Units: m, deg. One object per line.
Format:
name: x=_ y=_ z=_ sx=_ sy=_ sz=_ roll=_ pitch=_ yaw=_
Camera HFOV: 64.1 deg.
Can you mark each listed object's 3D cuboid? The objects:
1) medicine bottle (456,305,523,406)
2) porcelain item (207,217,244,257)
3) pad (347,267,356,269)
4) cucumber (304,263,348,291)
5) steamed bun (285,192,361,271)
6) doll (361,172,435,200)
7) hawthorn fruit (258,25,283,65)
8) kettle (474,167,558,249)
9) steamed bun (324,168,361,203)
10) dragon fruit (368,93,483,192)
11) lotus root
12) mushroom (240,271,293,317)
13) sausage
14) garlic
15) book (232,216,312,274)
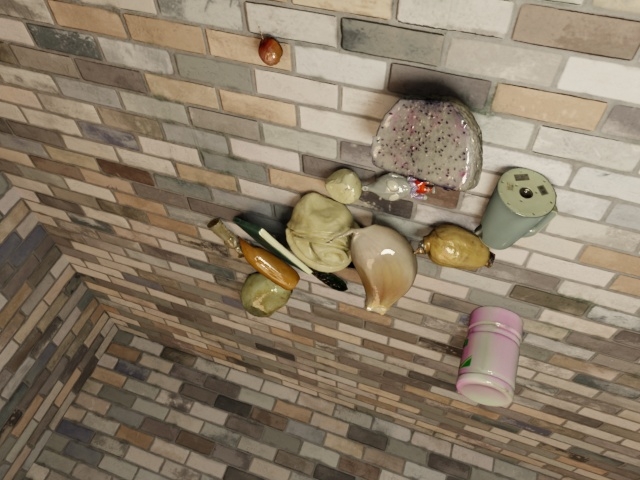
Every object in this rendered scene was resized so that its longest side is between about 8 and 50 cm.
medicine bottle: x=0.651 y=0.442 z=1.961 sx=0.212 sy=0.325 sz=0.212 roll=16 pitch=147 yaw=11
porcelain item: x=-0.394 y=-0.007 z=2.212 sx=0.084 sy=0.054 sz=0.213 roll=-7 pitch=135 yaw=41
pad: x=0.103 y=0.109 z=2.032 sx=0.266 sy=0.002 sz=0.176 roll=6 pitch=177 yaw=24
cucumber: x=0.019 y=0.151 z=2.176 sx=0.245 sy=0.067 sz=0.067 roll=40 pitch=143 yaw=-25
steamed bun: x=0.003 y=0.001 z=1.853 sx=0.276 sy=0.203 sz=0.289 roll=23 pitch=147 yaw=1
doll: x=0.241 y=-0.168 z=1.598 sx=0.227 sy=0.075 sz=0.102 roll=1 pitch=125 yaw=13
hawthorn fruit: x=-0.143 y=-0.515 z=1.352 sx=0.066 sy=0.067 sz=0.103 roll=-7 pitch=139 yaw=37
kettle: x=0.576 y=-0.078 z=1.483 sx=0.210 sy=0.160 sz=0.243 roll=-7 pitch=153 yaw=-6
steamed bun: x=0.083 y=-0.177 z=1.657 sx=0.130 sy=0.091 sz=0.112 roll=-1 pitch=131 yaw=55
dragon fruit: x=0.298 y=-0.268 z=1.330 sx=0.283 sy=0.204 sz=0.221 roll=19 pitch=119 yaw=27
lotus root: x=0.442 y=0.023 z=1.681 sx=0.256 sy=0.140 sz=0.154 roll=15 pitch=175 yaw=0
mushroom: x=-0.275 y=0.264 z=2.416 sx=0.267 sy=0.164 sz=0.190 roll=1 pitch=141 yaw=30
sausage: x=-0.235 y=0.098 z=2.219 sx=0.328 sy=0.112 sz=0.112 roll=38 pitch=144 yaw=-15
garlic: x=0.209 y=0.055 z=1.791 sx=0.245 sy=0.231 sz=0.340 roll=-26 pitch=110 yaw=18
book: x=-0.197 y=0.015 z=1.991 sx=0.264 sy=0.031 sz=0.379 roll=42 pitch=171 yaw=-25
